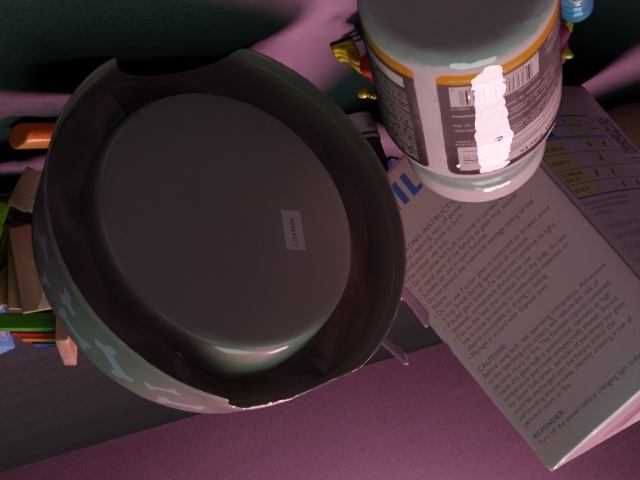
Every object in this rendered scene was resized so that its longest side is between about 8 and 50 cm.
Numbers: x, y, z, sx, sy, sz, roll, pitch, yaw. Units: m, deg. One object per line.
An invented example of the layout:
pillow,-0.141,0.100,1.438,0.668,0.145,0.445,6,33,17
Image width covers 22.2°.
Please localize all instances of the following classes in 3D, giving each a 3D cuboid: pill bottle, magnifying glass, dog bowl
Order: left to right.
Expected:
magnifying glass,-0.204,-0.102,1.588,0.092,0.026,0.231,-26,165,39
dog bowl,-0.096,-0.005,1.450,0.349,0.348,0.102,-9,163,-35
pill bottle,0.123,-0.149,1.375,0.162,0.162,0.278,-18,155,1

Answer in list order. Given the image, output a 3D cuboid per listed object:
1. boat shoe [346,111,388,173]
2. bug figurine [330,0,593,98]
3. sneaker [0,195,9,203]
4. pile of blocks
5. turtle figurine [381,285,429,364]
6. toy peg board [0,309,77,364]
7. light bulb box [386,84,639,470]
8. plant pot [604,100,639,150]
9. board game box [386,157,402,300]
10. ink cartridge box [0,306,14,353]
boat shoe,-0.063,-0.046,1.854,0.301,0.102,0.108,-20,168,14
bug figurine,0.161,-0.191,1.588,0.279,0.072,0.216,-20,168,11
sneaker,-0.292,-0.005,1.701,0.185,0.083,0.070,-11,-162,-41
pile of blocks,-0.256,-0.004,1.596,0.362,0.149,0.112,-6,175,-16
turtle figurine,0.000,0.000,1.693,0.275,0.266,0.198,-8,164,19
toy peg board,-0.316,0.049,1.837,0.079,0.161,0.160,2,167,-5
light bulb box,0.279,0.024,1.844,0.225,0.361,0.358,-46,163,24
plant pot,0.425,-0.077,2.198,0.284,0.191,0.284,-17,168,-4
board game box,0.034,0.018,2.194,0.291,0.141,0.232,-22,168,20
ink cartridge box,-0.449,0.090,1.919,0.060,0.104,0.180,-23,168,25
